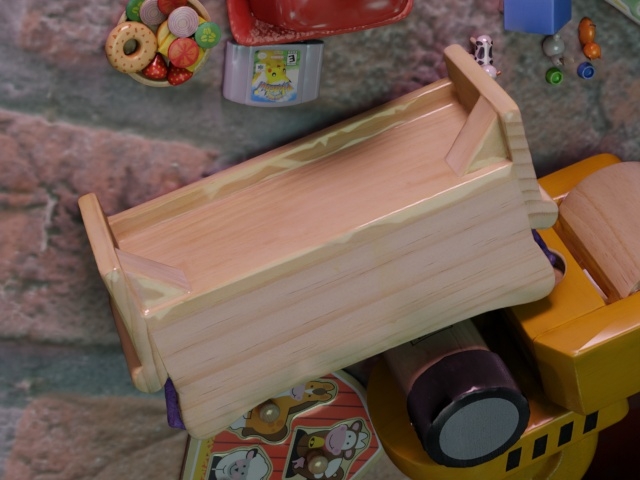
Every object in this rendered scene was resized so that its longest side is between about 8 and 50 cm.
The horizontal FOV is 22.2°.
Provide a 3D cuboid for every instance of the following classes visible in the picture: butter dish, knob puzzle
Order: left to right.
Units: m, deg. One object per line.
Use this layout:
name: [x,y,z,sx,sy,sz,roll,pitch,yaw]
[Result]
knob puzzle: [-0.026,0.189,1.493,0.213,0.030,0.213,-8,117,-17]
butter dish: [0.013,-0.219,1.255,0.160,0.118,0.159,-10,117,-15]

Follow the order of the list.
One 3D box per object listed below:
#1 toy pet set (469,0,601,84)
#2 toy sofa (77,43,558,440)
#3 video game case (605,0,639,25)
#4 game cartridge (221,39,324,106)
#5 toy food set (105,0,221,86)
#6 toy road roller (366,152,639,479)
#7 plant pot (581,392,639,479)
toy pet set: [0.190,-0.170,1.375,0.122,0.065,0.114,-12,118,-15]
toy sofa: [0.000,0.000,1.329,0.363,0.150,0.177,-23,121,-4]
video game case: [0.347,-0.275,1.405,0.206,0.026,0.227,28,103,-29]
game cartridge: [-0.039,-0.137,1.337,0.083,0.017,0.056,-3,120,-19]
toy food set: [-0.123,-0.160,1.290,0.083,0.020,0.082,29,102,-29]
toy road roller: [0.199,0.102,1.443,0.330,0.202,0.240,-25,134,-3]
plant pot: [0.381,0.244,1.550,0.267,0.267,0.235,-35,133,-1]
